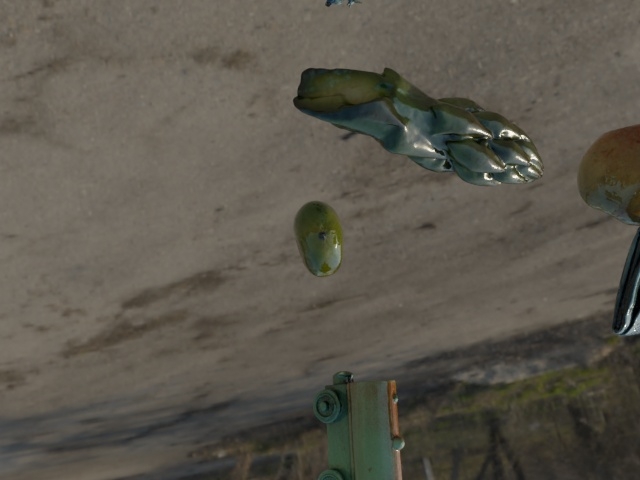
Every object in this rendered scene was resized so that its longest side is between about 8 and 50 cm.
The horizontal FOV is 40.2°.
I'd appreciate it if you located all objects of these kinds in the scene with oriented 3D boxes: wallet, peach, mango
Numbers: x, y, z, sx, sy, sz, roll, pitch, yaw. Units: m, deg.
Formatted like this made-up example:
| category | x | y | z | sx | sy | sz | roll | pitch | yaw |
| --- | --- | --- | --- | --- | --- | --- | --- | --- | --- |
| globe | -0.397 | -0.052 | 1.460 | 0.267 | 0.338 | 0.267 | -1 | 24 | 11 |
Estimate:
| category | x | y | z | sx | sy | sz | roll | pitch | yaw |
| --- | --- | --- | --- | --- | --- | --- | --- | --- | --- |
| wallet | 0.708 | 0.091 | 1.872 | 0.075 | 0.237 | 0.342 | 18 | -175 | 30 |
| peach | 0.673 | -0.152 | 1.876 | 0.232 | 0.232 | 0.232 | -12 | 163 | -4 |
| mango | 0.001 | 0.002 | 1.527 | 0.085 | 0.122 | 0.191 | -21 | 157 | -3 |

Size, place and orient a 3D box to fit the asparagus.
| category | x | y | z | sx | sy | sz | roll | pitch | yaw |
| --- | --- | --- | --- | --- | --- | --- | --- | --- | --- |
| asparagus | 0.111 | -0.098 | 0.790 | 0.287 | 0.080 | 0.080 | 17 | 148 | -35 |

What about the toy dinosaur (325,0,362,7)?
| category | x | y | z | sx | sy | sz | roll | pitch | yaw |
| --- | --- | --- | --- | --- | --- | --- | --- | --- | --- |
| toy dinosaur | 0.031 | -0.408 | 1.443 | 0.083 | 0.030 | 0.047 | 7 | 126 | 5 |

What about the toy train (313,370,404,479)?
| category | x | y | z | sx | sy | sz | roll | pitch | yaw |
| --- | --- | --- | --- | --- | --- | --- | --- | --- | --- |
| toy train | 0.082 | 0.392 | 1.681 | 0.177 | 0.285 | 0.116 | -11 | 165 | 32 |
